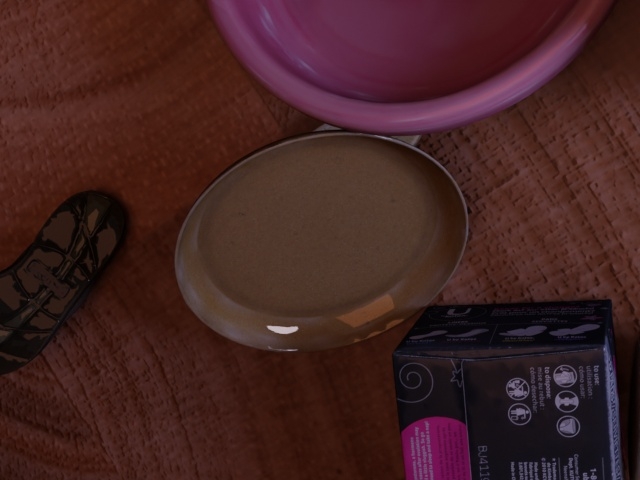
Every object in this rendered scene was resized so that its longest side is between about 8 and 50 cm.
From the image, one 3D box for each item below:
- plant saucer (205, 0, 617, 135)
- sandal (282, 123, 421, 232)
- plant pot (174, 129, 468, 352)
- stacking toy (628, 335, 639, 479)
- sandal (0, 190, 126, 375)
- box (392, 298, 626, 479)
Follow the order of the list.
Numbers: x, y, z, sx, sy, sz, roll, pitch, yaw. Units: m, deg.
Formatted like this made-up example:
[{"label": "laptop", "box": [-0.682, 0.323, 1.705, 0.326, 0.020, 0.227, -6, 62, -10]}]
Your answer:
[{"label": "plant saucer", "box": [0.072, -0.235, 0.802, 0.332, 0.084, 0.332, -3, 82, 20]}, {"label": "sandal", "box": [-0.019, -0.041, 0.908, 0.240, 0.079, 0.088, -39, 88, 20]}, {"label": "plant pot", "box": [0.000, 0.000, 0.873, 0.236, 0.032, 0.236, -8, 135, -8]}, {"label": "stacking toy", "box": [0.400, 0.143, 0.796, 0.330, 0.141, 0.141, 4, 102, 11]}, {"label": "sandal", "box": [-0.262, 0.040, 1.016, 0.090, 0.060, 0.219, 41, 95, -1]}, {"label": "box", "box": [0.159, 0.182, 0.866, 0.163, 0.142, 0.247, -3, 101, 17]}]
